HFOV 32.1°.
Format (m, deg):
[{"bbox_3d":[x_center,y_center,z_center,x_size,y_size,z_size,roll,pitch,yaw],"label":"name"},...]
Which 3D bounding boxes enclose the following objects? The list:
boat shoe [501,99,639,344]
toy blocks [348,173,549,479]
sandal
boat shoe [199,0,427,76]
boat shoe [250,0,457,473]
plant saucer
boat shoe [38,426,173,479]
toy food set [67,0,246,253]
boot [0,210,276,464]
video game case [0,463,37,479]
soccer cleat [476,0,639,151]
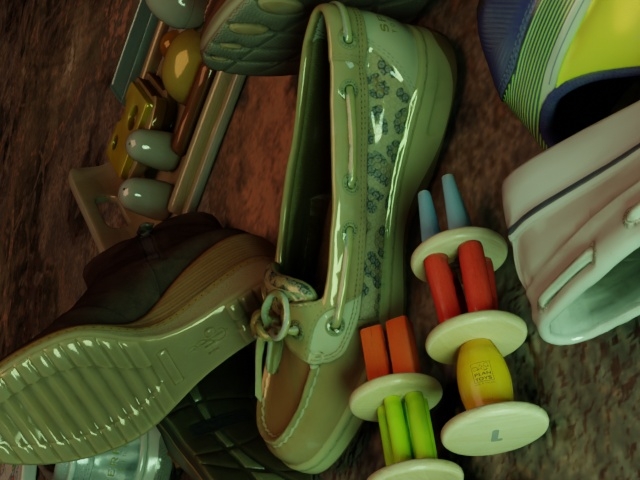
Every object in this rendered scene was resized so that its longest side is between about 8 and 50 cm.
[{"bbox_3d":[0.165,-0.021,0.416,0.258,0.095,0.084,140,128,-60],"label":"boat shoe"},{"bbox_3d":[0.058,0.051,0.597,0.123,0.054,0.148,-45,42,43],"label":"toy blocks"},{"bbox_3d":[-0.069,0.137,0.780,0.219,0.090,0.060,44,138,50],"label":"sandal"},{"bbox_3d":[0.020,-0.209,0.691,0.324,0.123,0.116,-33,58,49],"label":"boat shoe"},{"bbox_3d":[0.000,0.000,0.683,0.104,0.089,0.285,14,91,61],"label":"boat shoe"},{"bbox_3d":[-0.183,-0.234,1.181,0.192,0.018,0.067,-66,31,16],"label":"plant saucer"},{"bbox_3d":[-0.230,0.162,1.008,0.320,0.103,0.118,16,92,61],"label":"boat shoe"},{"bbox_3d":[-0.159,-0.152,1.025,0.306,0.092,0.220,-67,31,17],"label":"toy food set"},{"bbox_3d":[-0.148,0.060,0.805,0.207,0.248,0.090,28,140,64],"label":"boot"},{"bbox_3d":[-0.354,0.265,1.273,0.143,0.019,0.157,-32,52,52],"label":"video game case"},{"bbox_3d":[0.178,-0.127,0.443,0.289,0.093,0.121,-36,68,48],"label":"soccer cleat"}]
